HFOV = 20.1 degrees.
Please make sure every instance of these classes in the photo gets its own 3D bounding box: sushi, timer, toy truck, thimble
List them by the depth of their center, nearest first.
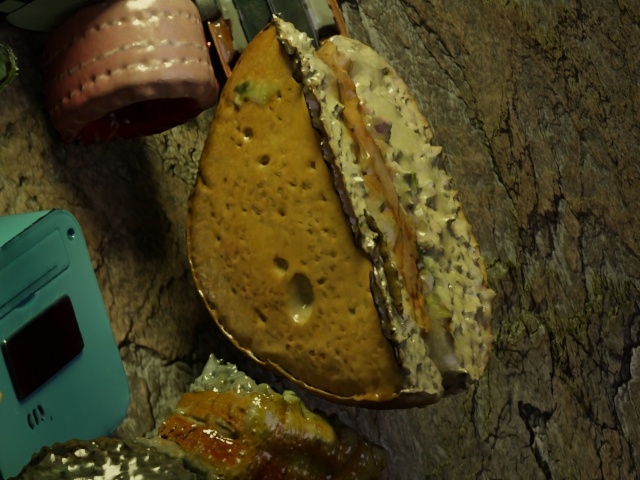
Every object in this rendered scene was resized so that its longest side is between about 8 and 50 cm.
[{"bbox_3d":[-0.304,0.116,1.807,0.232,0.091,0.250,-43,119,-56],"label":"timer"},{"bbox_3d":[-0.063,0.221,1.942,0.274,0.184,0.139,34,80,-39],"label":"sushi"},{"bbox_3d":[-0.205,-0.187,1.980,0.163,0.190,0.125,2,73,-51],"label":"thimble"},{"bbox_3d":[-0.061,-0.269,2.228,0.207,0.173,0.387,128,-58,-88],"label":"toy truck"}]

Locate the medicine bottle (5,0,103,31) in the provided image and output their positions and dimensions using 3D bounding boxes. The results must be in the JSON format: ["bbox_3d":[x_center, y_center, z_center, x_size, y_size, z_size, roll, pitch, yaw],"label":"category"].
[{"bbox_3d":[-0.285,-0.404,1.988,0.190,0.190,0.332,4,69,-54],"label":"medicine bottle"}]

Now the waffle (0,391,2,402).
[{"bbox_3d":[-0.417,0.145,1.497,0.304,0.077,0.348,44,20,-23],"label":"waffle"}]

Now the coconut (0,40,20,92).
[{"bbox_3d":[-0.392,-0.178,1.806,0.055,0.133,0.158,42,-2,45],"label":"coconut"}]

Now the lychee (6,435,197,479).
[{"bbox_3d":[-0.200,0.315,1.687,0.274,0.255,0.255,78,7,-66],"label":"lychee"}]

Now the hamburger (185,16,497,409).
[{"bbox_3d":[0.000,0.000,2.009,0.268,0.287,0.445,-2,70,-56],"label":"hamburger"}]

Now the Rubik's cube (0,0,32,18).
[{"bbox_3d":[-0.378,-0.328,1.819,0.184,0.187,0.182,9,65,-55],"label":"Rubik's cube"}]
